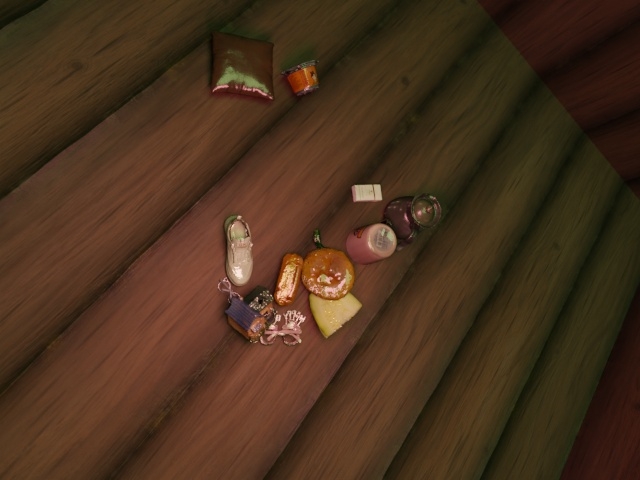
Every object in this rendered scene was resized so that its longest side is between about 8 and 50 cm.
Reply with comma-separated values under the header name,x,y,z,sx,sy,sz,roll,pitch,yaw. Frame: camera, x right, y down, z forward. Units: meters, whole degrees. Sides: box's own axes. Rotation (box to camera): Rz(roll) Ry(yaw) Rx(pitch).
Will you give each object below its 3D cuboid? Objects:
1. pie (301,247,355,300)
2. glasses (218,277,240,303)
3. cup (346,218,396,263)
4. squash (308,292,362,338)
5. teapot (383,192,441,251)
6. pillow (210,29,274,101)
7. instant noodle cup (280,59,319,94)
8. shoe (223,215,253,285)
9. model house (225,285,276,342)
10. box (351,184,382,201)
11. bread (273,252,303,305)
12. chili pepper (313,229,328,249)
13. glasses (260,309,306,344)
name,x,y,z,sx,sy,sz,roll,pitch,yaw
pie,0.033,0.153,1.912,0.273,0.069,0.274,-1,67,3
glasses,-0.384,0.219,1.751,0.062,0.103,0.140,-39,93,-21
cup,0.272,-0.009,2.007,0.191,0.200,0.253,44,68,-10
squash,0.037,0.292,1.888,0.236,0.204,0.155,-34,117,-26
teapot,0.448,-0.115,2.050,0.305,0.285,0.224,-33,94,-24
pillow,-0.362,-0.818,1.929,0.307,0.108,0.306,1,82,-23
instant noodle cup,-0.082,-0.795,2.019,0.208,0.177,0.126,-22,104,-5
shoe,-0.348,0.033,1.770,0.124,0.159,0.317,-7,81,-24
model house,-0.283,0.290,1.717,0.166,0.172,0.183,31,52,23
box,0.242,-0.245,2.121,0.154,0.040,0.084,-4,80,-24
bread,-0.148,0.177,1.864,0.101,0.094,0.246,18,75,-13
chili pepper,-0.004,0.004,1.980,0.055,0.035,0.118,-31,94,-25
glasses,-0.179,0.379,1.818,0.255,0.095,0.162,7,69,-23
